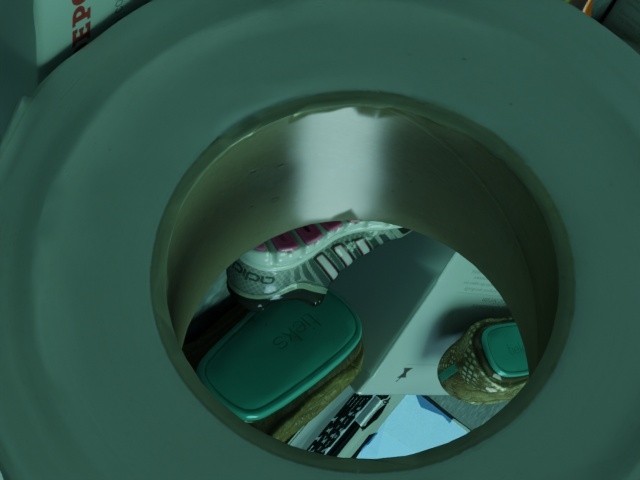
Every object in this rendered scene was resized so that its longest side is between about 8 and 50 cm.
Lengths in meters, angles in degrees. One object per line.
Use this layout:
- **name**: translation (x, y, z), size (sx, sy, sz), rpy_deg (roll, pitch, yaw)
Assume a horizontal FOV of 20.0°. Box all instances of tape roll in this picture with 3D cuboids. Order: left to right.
- **tape roll**: translation (0.013, 0.032, 0.675), size (0.286, 0.286, 0.100), rpy_deg (-42, 160, -20)

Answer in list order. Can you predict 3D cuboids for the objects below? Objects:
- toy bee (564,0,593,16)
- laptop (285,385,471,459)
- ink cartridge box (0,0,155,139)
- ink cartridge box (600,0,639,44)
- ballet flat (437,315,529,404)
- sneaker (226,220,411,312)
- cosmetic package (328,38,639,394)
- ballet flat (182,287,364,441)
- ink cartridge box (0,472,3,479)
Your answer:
- **toy bee**: translation (0.092, -0.092, 1.104), size (0.195, 0.162, 0.298), rpy_deg (15, 85, -79)
- **laptop**: translation (0.012, 0.318, 1.518), size (0.382, 0.236, 0.408), rpy_deg (-50, 170, 2)
- **ink cartridge box**: translation (-0.065, -0.135, 0.745), size (0.208, 0.087, 0.153), rpy_deg (-37, 157, -28)
- **ink cartridge box**: translation (0.297, -0.184, 1.472), size (0.371, 0.069, 0.175), rpy_deg (-55, 159, 24)
- **ballet flat**: translation (0.162, 0.085, 1.345), size (0.206, 0.073, 0.067), rpy_deg (3, 155, -43)
- **sneaker**: translation (0.000, 0.000, 1.180), size (0.170, 0.063, 0.075), rpy_deg (-22, 147, -43)
- **cosmetic package**: translation (0.196, -0.013, 1.393), size (0.377, 0.097, 0.284), rpy_deg (6, 122, -48)
- **ballet flat**: translation (-0.098, 0.130, 1.155), size (0.342, 0.116, 0.124), rpy_deg (-32, 159, -52)
- **ink cartridge box**: translation (-0.221, 0.123, 0.819), size (0.224, 0.045, 0.223), rpy_deg (14, 88, -66)
